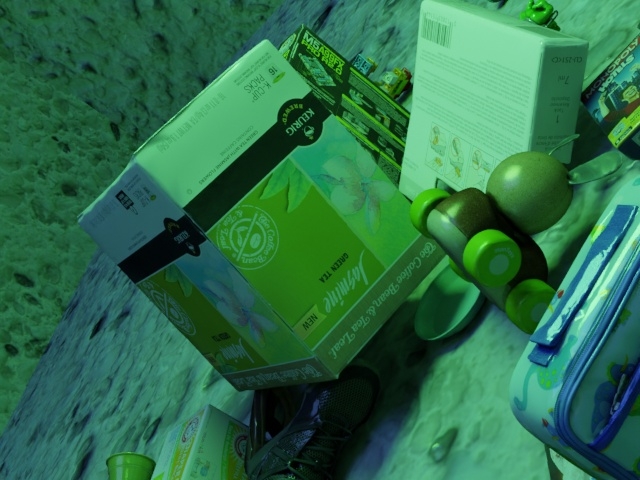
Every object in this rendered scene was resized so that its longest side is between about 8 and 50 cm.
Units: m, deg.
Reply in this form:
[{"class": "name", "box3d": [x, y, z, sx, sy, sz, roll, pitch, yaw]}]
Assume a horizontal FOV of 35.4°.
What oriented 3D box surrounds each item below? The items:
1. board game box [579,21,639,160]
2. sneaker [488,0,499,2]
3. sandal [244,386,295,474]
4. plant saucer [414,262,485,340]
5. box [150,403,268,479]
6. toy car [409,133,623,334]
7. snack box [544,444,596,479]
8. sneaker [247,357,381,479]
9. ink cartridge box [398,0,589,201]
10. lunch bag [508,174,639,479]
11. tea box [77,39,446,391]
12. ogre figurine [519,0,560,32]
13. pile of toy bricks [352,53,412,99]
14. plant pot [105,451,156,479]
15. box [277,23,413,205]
[{"class": "board game box", "box3d": [0.362, -0.185, 1.020, 0.194, 0.060, 0.194, -48, 19, 21]}, {"class": "sneaker", "box3d": [0.316, -0.443, 1.564, 0.166, 0.065, 0.076, -53, 23, 9]}, {"class": "sandal", "box3d": [-0.060, 0.232, 1.329, 0.219, 0.060, 0.090, -69, -12, -74]}, {"class": "plant saucer", "box3d": [0.154, 0.068, 1.146, 0.119, 0.021, 0.119, -46, 21, 23]}, {"class": "box", "box3d": [-0.161, 0.337, 1.319, 0.114, 0.103, 0.203, -39, 25, 40]}, {"class": "toy car", "box3d": [0.213, -0.030, 1.011, 0.188, 0.149, 0.155, -44, 29, 1]}, {"class": "snack box", "box3d": [0.207, 0.161, 0.786, 0.064, 0.022, 0.178, -37, 44, 41]}, {"class": "sneaker", "box3d": [-0.002, 0.242, 1.136, 0.227, 0.087, 0.130, -50, 23, 18]}, {"class": "ink cartridge box", "box3d": [0.195, -0.139, 1.210, 0.296, 0.066, 0.261, -133, 44, -60]}, {"class": "lunch bag", "box3d": [0.243, 0.071, 0.695, 0.219, 0.176, 0.090, -57, 19, -9]}, {"class": "tea box", "box3d": [-0.082, -0.008, 1.213, 0.220, 0.323, 0.329, -47, 9, -24]}, {"class": "ogre figurine", "box3d": [0.245, -0.248, 1.351, 0.118, 0.097, 0.197, -51, 22, -8]}, {"class": "pile of toy bricks", "box3d": [0.073, -0.237, 1.766, 0.105, 0.118, 0.212, -15, -35, -54]}, {"class": "plant pot", "box3d": [-0.314, 0.400, 1.633, 0.083, 0.083, 0.079, -39, 36, 38]}, {"class": "box", "box3d": [0.037, -0.147, 1.408, 0.060, 0.270, 0.216, -36, 27, 39]}]
